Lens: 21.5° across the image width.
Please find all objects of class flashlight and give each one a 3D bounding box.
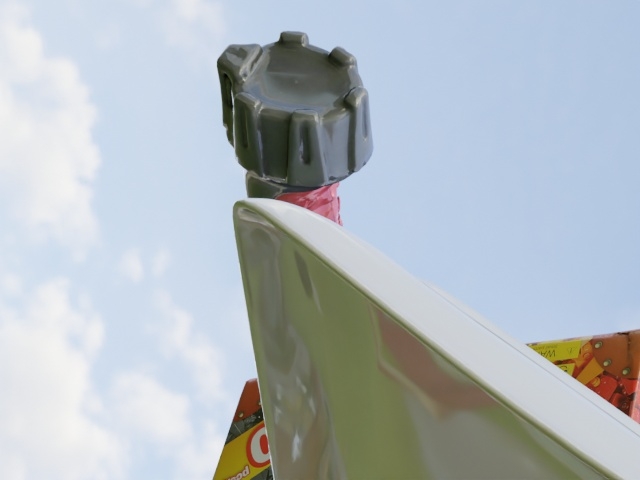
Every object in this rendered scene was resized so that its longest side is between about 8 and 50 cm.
[{"bbox_3d":[0.000,0.000,1.117,0.304,0.103,0.103,89,-21,-51],"label":"flashlight"}]

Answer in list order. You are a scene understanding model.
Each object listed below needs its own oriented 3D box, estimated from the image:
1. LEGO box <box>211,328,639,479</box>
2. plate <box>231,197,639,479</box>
[{"bbox_3d":[0.115,0.315,1.682,0.500,0.372,0.193,-11,-43,36],"label":"LEGO box"},{"bbox_3d":[0.085,0.126,0.665,0.278,0.045,0.277,36,-28,28],"label":"plate"}]
